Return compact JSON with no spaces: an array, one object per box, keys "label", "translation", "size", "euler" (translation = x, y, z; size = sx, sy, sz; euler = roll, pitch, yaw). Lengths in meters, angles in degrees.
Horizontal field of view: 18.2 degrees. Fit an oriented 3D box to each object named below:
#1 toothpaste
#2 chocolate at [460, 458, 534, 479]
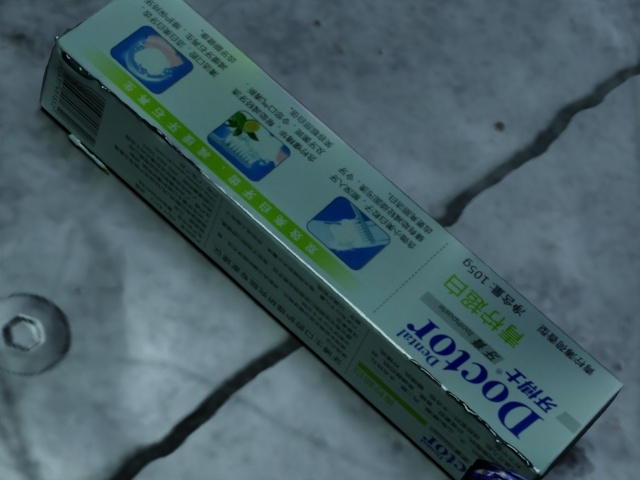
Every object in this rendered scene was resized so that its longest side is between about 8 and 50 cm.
[{"label":"toothpaste","translation":[0.000,0.000,1.042],"size":[0.336,0.067,0.081],"euler":[42,57,10]},{"label":"chocolate","translation":[0.185,0.219,0.936],"size":[0.343,0.126,0.148],"euler":[26,15,-3]}]
